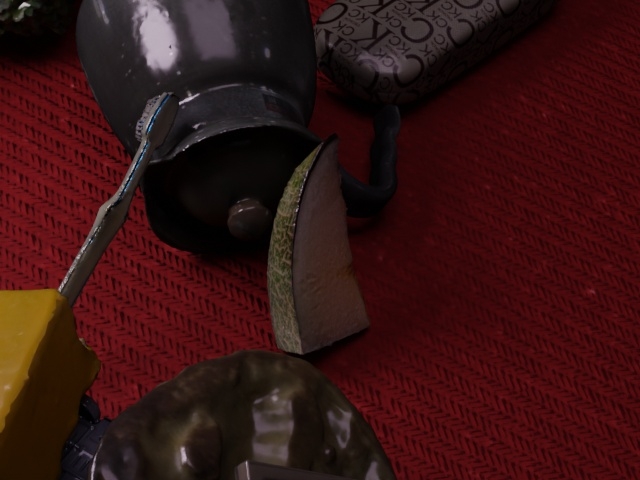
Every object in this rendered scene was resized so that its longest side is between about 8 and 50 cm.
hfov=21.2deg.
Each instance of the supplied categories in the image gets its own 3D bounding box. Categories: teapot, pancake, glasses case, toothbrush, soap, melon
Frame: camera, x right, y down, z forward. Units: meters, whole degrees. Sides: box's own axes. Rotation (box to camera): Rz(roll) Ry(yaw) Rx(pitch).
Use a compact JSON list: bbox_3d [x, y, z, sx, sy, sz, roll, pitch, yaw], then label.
[{"bbox_3d":[-0.075,-0.100,1.594,0.223,0.305,0.285,-29,53,17],"label":"teapot"},{"bbox_3d":[-0.047,0.217,1.259,0.294,0.049,0.294,23,51,-31],"label":"pancake"},{"bbox_3d":[0.133,-0.250,1.827,0.137,0.085,0.355,36,49,22],"label":"glasses case"},{"bbox_3d":[-0.190,0.005,1.434,0.028,0.026,0.294,14,76,46],"label":"toothbrush"},{"bbox_3d":[-0.344,0.131,1.266,0.324,0.096,0.204,-3,39,16],"label":"soap"},{"bbox_3d":[-0.006,0.004,1.483,0.098,0.182,0.054,-21,21,-33],"label":"melon"}]

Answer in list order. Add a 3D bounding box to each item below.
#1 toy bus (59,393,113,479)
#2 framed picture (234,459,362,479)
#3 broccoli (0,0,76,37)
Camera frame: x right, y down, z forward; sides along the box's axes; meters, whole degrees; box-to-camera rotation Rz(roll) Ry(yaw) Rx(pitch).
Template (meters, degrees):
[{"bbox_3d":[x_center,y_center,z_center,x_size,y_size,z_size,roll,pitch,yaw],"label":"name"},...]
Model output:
[{"bbox_3d":[-0.162,0.198,1.312,0.178,0.098,0.087,28,48,12],"label":"toy bus"},{"bbox_3d":[0.035,0.292,1.219,0.192,0.018,0.265,13,53,-34],"label":"framed picture"},{"bbox_3d":[-0.364,-0.394,1.713,0.318,0.338,0.277,15,42,20],"label":"broccoli"}]
